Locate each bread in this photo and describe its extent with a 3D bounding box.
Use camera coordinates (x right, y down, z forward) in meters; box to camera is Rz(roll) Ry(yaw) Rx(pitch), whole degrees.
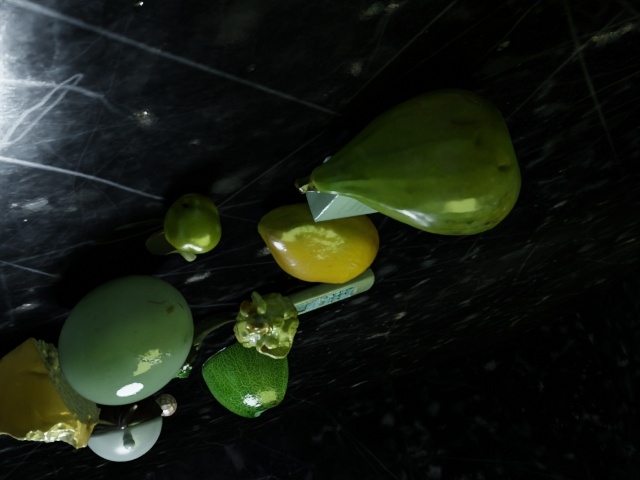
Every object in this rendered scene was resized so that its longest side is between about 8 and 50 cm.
[{"bbox_3d":[-0.537,0.325,1.731,0.224,0.211,0.183,-32,168,10],"label":"bread"}]

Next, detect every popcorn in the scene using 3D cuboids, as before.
[{"bbox_3d":[-0.115,0.171,1.976,0.141,0.162,0.135,-10,-147,47],"label":"popcorn"}]

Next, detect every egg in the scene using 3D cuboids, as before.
[{"bbox_3d":[-0.329,0.169,1.554,0.203,0.203,0.283,-3,157,-47],"label":"egg"}]

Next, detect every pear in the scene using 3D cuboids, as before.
[{"bbox_3d":[-0.192,-0.026,1.373,0.092,0.092,0.097,-14,118,-26],"label":"pear"}]

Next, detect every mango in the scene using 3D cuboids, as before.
[{"bbox_3d":[0.000,0.000,1.638,0.176,0.119,0.317,-26,154,23],"label":"mango"}]

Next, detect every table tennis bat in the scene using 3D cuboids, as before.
[{"bbox_3d":[-0.235,0.007,1.520,0.087,0.013,0.156,-24,161,1],"label":"table tennis bat"}]

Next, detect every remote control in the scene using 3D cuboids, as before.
[{"bbox_3d":[0.012,0.122,2.105,0.234,0.038,0.098,-18,161,-14],"label":"remote control"}]

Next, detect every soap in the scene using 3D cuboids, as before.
[{"bbox_3d":[0.077,-0.094,1.529,0.198,0.066,0.119,-10,156,-35],"label":"soap"}]

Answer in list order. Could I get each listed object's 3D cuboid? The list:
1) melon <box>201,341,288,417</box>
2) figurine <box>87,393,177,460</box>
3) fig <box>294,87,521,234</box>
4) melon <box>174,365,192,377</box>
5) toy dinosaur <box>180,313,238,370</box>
[{"bbox_3d":[-0.195,0.353,2.296,0.265,0.169,0.129,-38,156,34],"label":"melon"},{"bbox_3d":[-0.486,0.456,2.253,0.281,0.167,0.370,-13,168,-17],"label":"figurine"},{"bbox_3d":[0.151,-0.089,1.362,0.314,0.233,0.233,-31,164,-13],"label":"fig"},{"bbox_3d":[-0.349,0.286,2.150,0.114,0.053,0.262,-41,166,-4],"label":"melon"},{"bbox_3d":[-0.292,0.200,1.993,0.187,0.087,0.179,-16,-155,31],"label":"toy dinosaur"}]
